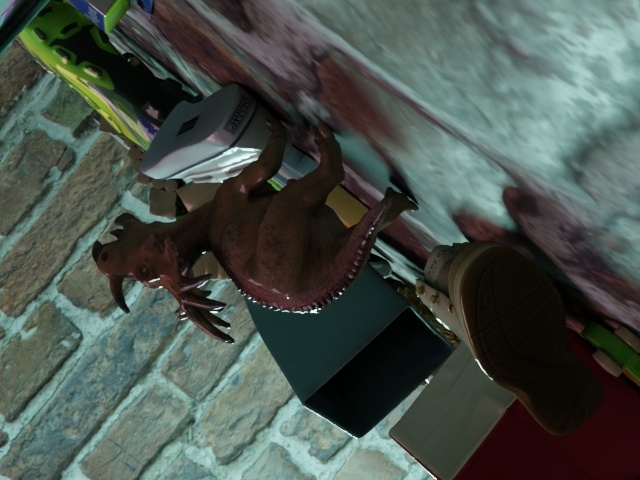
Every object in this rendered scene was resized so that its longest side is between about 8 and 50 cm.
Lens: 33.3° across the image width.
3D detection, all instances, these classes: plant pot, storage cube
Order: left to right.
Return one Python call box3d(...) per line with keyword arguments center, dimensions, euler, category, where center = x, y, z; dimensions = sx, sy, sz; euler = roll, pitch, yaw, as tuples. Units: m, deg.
box3d(center=(0.011, 0.088, 1.320), dimensions=(0.234, 0.166, 0.165), euler=(49, -177, 36), category="plant pot")
box3d(center=(0.215, 0.197, 1.042), dimensions=(0.193, 0.184, 0.215), euler=(40, 176, -13), category="storage cube")

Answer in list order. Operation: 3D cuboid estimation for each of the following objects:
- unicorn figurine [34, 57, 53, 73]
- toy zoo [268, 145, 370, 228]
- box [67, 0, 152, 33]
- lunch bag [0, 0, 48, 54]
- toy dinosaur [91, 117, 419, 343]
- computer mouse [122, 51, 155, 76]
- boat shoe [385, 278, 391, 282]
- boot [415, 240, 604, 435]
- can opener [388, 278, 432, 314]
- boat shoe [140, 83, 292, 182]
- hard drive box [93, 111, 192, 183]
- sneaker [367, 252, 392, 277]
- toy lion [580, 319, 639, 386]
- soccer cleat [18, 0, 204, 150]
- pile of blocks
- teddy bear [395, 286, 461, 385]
box3d(center=(-0.463, -0.332, 1.841), dimensions=(0.111, 0.060, 0.162), euler=(48, -173, 27), category="unicorn figurine")
box3d(center=(-0.020, -0.062, 1.247), dimensions=(0.192, 0.030, 0.293), euler=(38, 176, 1), category="toy zoo")
box3d(center=(-0.229, -0.246, 0.935), dimensions=(0.178, 0.042, 0.109), euler=(39, 176, -9), category="box")
box3d(center=(-0.401, -0.247, 1.129), dimensions=(0.160, 0.223, 0.262), euler=(37, 177, 6), category="lunch bag")
box3d(center=(-0.044, 0.011, 0.921), dimensions=(0.295, 0.200, 0.127), euler=(13, 155, 47), category="toy dinosaur")
box3d(center=(-0.165, -0.159, 1.398), dimensions=(0.242, 0.041, 0.071), euler=(43, -144, -19), category="computer mouse")
box3d(center=(0.101, 0.079, 1.724), dimensions=(0.142, 0.049, 0.040), euler=(32, 154, 42), category="boat shoe")
box3d(center=(0.126, 0.046, 0.842), dimensions=(0.213, 0.077, 0.165), euler=(50, 179, -40), category="boot")
box3d(center=(0.107, 0.107, 1.612), dimensions=(0.280, 0.093, 0.074), euler=(30, 153, 46), category="can opener")
box3d(center=(-0.112, -0.092, 1.104), dimensions=(0.084, 0.095, 0.258), euler=(33, 168, -22), category="boat shoe")
box3d(center=(-0.269, -0.164, 1.850), dimensions=(0.181, 0.089, 0.232), euler=(38, 175, 8), category="hard drive box")
box3d(center=(0.000, 0.000, 1.478), dimensions=(0.215, 0.083, 0.084), euler=(20, 179, -1), category="sneaker")
box3d(center=(0.235, 0.094, 0.816), dimensions=(0.100, 0.034, 0.096), euler=(39, -177, -18), category="toy lion")
box3d(center=(-0.265, -0.188, 1.310), dimensions=(0.289, 0.093, 0.121), euler=(36, 143, -1), category="soccer cleat")
box3d(center=(-0.212, -0.105, 1.662), dimensions=(0.362, 0.149, 0.112), euler=(64, -170, -12), category="pile of blocks")
box3d(center=(0.208, 0.189, 1.407), dimensions=(0.338, 0.113, 0.245), euler=(32, 145, 41), category="teddy bear")
